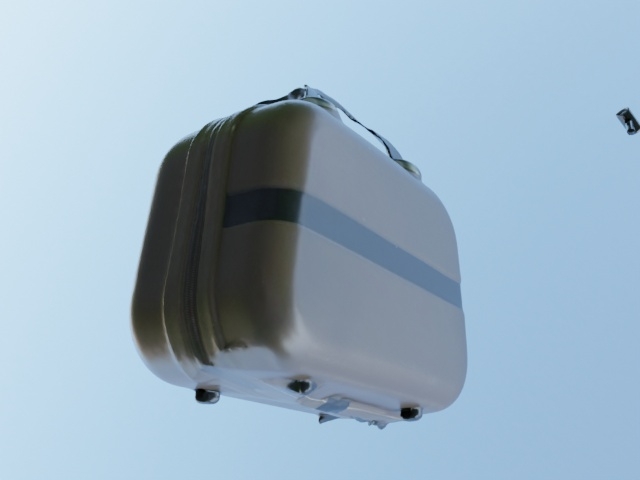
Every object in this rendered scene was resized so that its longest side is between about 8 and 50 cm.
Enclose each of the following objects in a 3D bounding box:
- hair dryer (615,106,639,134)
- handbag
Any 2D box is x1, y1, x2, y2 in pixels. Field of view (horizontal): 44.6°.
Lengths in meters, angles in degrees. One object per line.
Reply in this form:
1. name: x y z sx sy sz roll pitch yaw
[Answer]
1. hair dryer: 0.542 -0.200 1.362 0.026 0.047 0.083 -36 -170 27
2. handbag: 0.000 0.000 0.639 0.149 0.302 0.283 -15 -116 33
